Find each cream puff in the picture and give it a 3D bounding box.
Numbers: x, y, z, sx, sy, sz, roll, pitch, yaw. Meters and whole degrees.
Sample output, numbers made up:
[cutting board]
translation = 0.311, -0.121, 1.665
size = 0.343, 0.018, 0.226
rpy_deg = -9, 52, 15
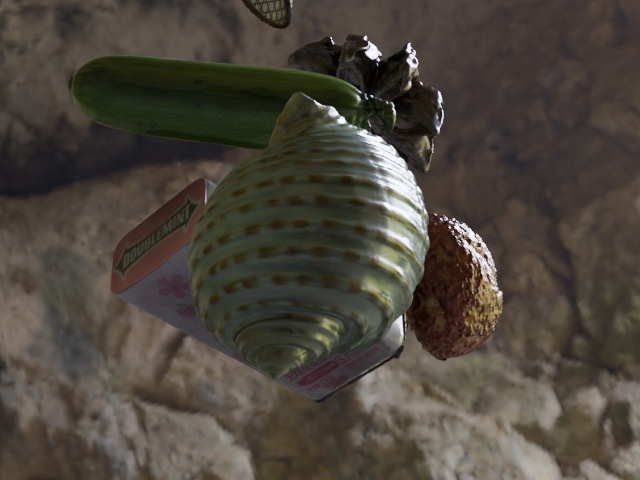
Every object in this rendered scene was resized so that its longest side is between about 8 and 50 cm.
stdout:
[cream puff]
translation = 0.186, 0.062, 2.016
size = 0.164, 0.240, 0.240
rpy_deg = -30, -25, 2

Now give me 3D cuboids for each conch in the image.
[conch]
translation = 0.002, 0.002, 0.721
size = 0.135, 0.153, 0.102
rpy_deg = 26, -6, -26

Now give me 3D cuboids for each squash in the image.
[squash]
translation = -0.102, -0.157, 1.556
size = 0.379, 0.101, 0.101
rpy_deg = 3, -27, 0

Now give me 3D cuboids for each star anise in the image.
[star anise]
translation = 0.074, -0.196, 1.795
size = 0.236, 0.109, 0.223
rpy_deg = 8, -36, 48

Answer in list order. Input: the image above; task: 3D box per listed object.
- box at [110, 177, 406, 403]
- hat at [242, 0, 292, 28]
[box]
translation = -0.072, 0.078, 1.757
size = 0.370, 0.112, 0.190
rpy_deg = 32, -50, -31
[hat]
translation = -0.056, -0.309, 1.321
size = 0.082, 0.193, 0.193
rpy_deg = -34, -23, -10
